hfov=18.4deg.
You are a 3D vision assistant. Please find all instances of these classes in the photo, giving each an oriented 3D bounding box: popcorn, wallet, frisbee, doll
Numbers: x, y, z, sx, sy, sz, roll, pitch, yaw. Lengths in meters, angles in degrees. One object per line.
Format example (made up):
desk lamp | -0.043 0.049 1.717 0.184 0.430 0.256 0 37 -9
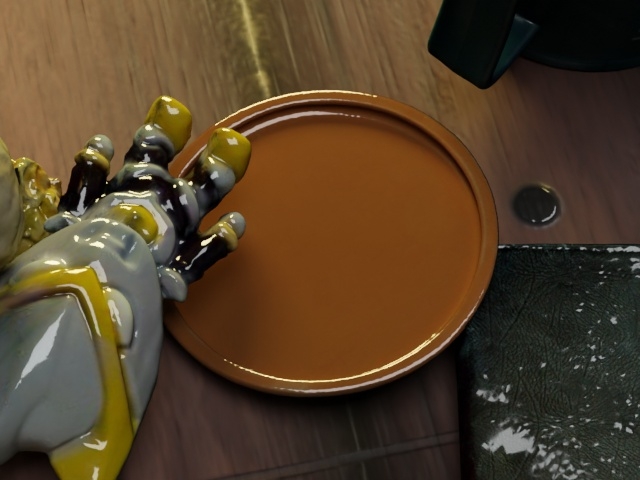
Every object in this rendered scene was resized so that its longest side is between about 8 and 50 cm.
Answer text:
popcorn | -0.212 -0.026 1.366 0.084 0.084 0.084 2 60 -4
wallet | 0.174 0.147 1.320 0.173 0.045 0.318 -1 61 -2
frisbee | 0.000 0.000 1.382 0.251 0.021 0.250 -3 60 6
doll | -0.151 0.047 1.311 0.145 0.103 0.316 39 62 -15

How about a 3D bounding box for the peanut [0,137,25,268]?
peanut | -0.327 -0.063 1.323 0.313 0.152 0.152 15 58 27

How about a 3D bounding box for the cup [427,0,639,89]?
cup | 0.192 -0.284 1.409 0.308 0.292 0.242 -20 72 -14
